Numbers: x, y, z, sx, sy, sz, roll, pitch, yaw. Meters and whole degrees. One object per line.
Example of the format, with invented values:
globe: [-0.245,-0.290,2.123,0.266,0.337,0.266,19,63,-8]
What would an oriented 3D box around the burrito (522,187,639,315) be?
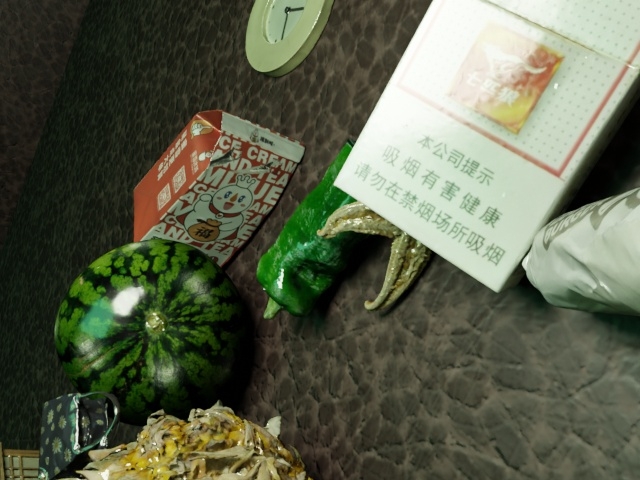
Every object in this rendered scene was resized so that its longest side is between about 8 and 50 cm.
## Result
burrito: [0.242,0.007,0.430,0.445,0.139,0.101,71,-146,-85]

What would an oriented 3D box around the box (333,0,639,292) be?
box: [0.184,-0.144,0.690,0.210,0.095,0.330,36,106,23]

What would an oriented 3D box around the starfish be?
starfish: [0.088,-0.034,0.829,0.247,0.138,0.050,-56,-5,15]

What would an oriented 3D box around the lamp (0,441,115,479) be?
lamp: [-0.328,0.370,1.040,0.089,0.325,0.090,-57,40,23]

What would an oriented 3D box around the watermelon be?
watermelon: [-0.256,0.139,1.068,0.285,0.285,0.285,-24,59,47]

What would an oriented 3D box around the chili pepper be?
chili pepper: [0.000,0.000,0.943,0.136,0.099,0.270,47,112,37]

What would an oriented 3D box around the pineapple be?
pineapple: [-0.161,0.364,0.819,0.300,0.352,0.352,-53,41,27]

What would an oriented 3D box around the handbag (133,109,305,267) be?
handbag: [-0.170,-0.093,1.152,0.298,0.171,0.151,-42,43,31]

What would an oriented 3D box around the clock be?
clock: [-0.054,-0.404,1.230,0.235,0.029,0.234,-22,60,45]

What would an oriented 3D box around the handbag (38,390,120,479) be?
handbag: [-0.303,0.249,0.919,0.139,0.072,0.115,-32,50,31]
